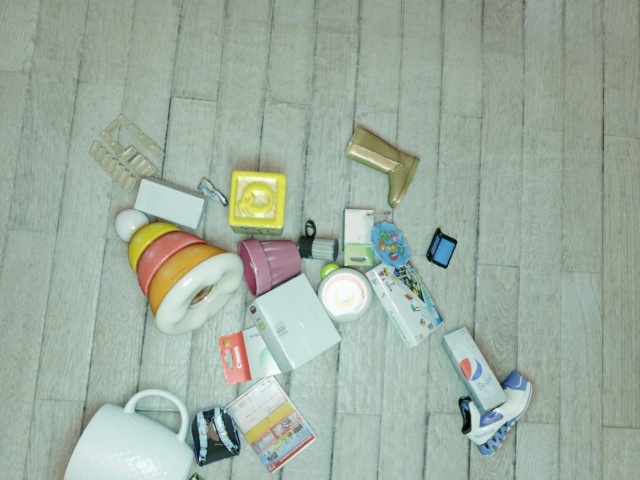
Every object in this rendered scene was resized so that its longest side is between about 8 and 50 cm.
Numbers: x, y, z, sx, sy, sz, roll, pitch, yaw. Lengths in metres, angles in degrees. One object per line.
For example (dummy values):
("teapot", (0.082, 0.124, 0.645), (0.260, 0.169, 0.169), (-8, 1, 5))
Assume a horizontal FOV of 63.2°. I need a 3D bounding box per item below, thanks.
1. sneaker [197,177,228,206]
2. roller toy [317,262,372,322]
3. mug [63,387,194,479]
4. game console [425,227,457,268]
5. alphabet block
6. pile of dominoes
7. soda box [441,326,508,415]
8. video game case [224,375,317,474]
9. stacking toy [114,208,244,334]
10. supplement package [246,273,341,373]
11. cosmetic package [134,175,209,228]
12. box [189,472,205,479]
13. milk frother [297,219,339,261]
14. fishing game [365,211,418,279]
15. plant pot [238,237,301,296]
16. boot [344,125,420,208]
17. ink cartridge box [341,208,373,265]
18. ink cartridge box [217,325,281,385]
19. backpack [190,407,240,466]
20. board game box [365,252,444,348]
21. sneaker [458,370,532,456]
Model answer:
("sneaker", (-0.395, -0.164, 1.902), (0.135, 0.052, 0.058), (43, 91, 8))
("roller toy", (0.086, 0.192, 1.852), (0.191, 0.146, 0.210), (9, 91, 2))
("mug", (-0.570, 0.663, 1.667), (0.328, 0.276, 0.374), (22, 78, -2))
("game console", (0.454, 0.030, 1.946), (0.071, 0.107, 0.122), (19, 80, 26))
("alphabet block", (-0.218, -0.126, 1.835), (0.192, 0.197, 0.194), (2, 83, -6))
("pile of dominoes", (-0.707, -0.311, 1.903), (0.251, 0.040, 0.196), (43, 82, 9))
("soda box", (0.536, 0.456, 1.832), (0.091, 0.098, 0.286), (-22, 61, -7))
("video game case", (-0.174, 0.642, 1.833), (0.204, 0.025, 0.285), (-36, 87, -9))
("stacking toy", (-0.526, 0.050, 1.772), (0.350, 0.351, 0.480), (-44, 71, -9))
("supplement package", (-0.095, 0.286, 1.782), (0.204, 0.145, 0.262), (-27, 82, -27))
("cosmetic package", (-0.527, -0.136, 1.849), (0.231, 0.085, 0.117), (20, 104, -4))
("box", (-0.461, 0.878, 1.760), (0.054, 0.059, 0.169), (40, 81, -1))
("milk frother", (0.000, 0.000, 1.868), (0.134, 0.129, 0.143), (5, 90, 15))
("fishing game", (0.256, 0.011, 1.873), (0.189, 0.041, 0.264), (-5, 68, -40))
("plant pot", (-0.174, 0.079, 1.828), (0.180, 0.201, 0.201), (-14, 85, -23))
("boot", (0.210, -0.273, 1.954), (0.269, 0.089, 0.236), (26, 71, -2))
("ink cartridge box", (0.137, -0.009, 1.922), (0.108, 0.062, 0.209), (2, 83, -6))
("ink cartridge box", (-0.237, 0.397, 1.832), (0.224, 0.056, 0.181), (-12, 76, -8))
("backpack", (-0.359, 0.653, 1.767), (0.158, 0.117, 0.173), (-15, 85, -7))
("board game box", (0.306, 0.207, 1.871), (0.193, 0.053, 0.305), (-26, 85, -42))
("sneaker", (0.604, 0.591, 1.863), (0.182, 0.127, 0.316), (35, 83, -3))
